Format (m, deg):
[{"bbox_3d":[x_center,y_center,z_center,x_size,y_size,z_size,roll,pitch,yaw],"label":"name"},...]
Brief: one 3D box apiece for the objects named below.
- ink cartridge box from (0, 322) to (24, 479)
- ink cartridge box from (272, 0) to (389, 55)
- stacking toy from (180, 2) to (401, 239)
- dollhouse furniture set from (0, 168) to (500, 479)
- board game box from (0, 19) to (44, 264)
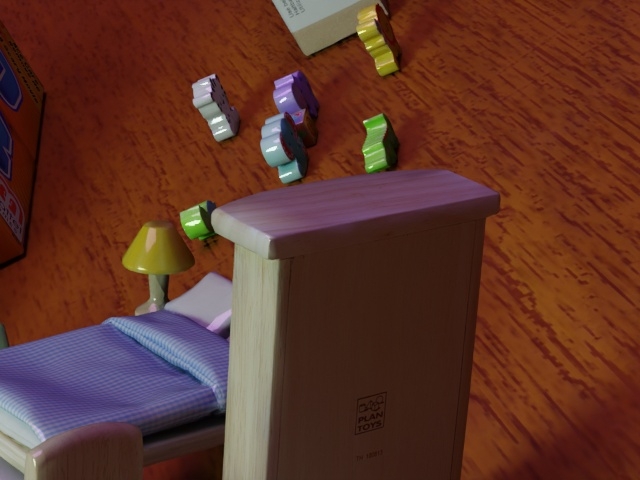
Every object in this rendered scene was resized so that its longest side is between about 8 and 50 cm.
[{"bbox_3d":[-0.266,0.156,1.040,0.201,0.117,0.278,-1,22,-16],"label":"ink cartridge box"},{"bbox_3d":[-0.035,-0.304,1.558,0.088,0.234,0.193,-25,26,11],"label":"ink cartridge box"},{"bbox_3d":[-0.024,-0.092,1.386,0.167,0.052,0.221,-22,29,17],"label":"stacking toy"},{"bbox_3d":[-0.104,0.044,0.920,0.286,0.198,0.303,-11,24,-36],"label":"dollhouse furniture set"},{"bbox_3d":[-0.491,-0.129,1.575,0.356,0.356,0.356,-26,27,8],"label":"board game box"}]
